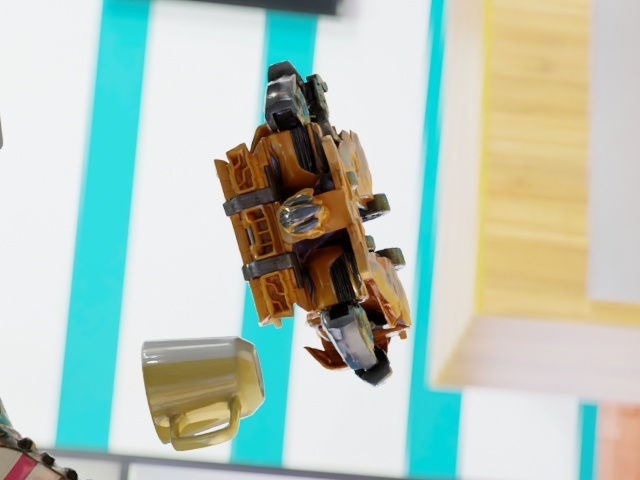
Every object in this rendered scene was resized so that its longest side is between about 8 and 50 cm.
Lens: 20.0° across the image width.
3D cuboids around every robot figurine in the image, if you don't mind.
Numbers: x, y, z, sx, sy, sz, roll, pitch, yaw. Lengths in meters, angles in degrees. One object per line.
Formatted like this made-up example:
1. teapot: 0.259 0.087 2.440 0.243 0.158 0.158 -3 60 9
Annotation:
1. robot figurine: 0.000 0.000 1.189 0.291 0.085 0.211 26 -133 -79

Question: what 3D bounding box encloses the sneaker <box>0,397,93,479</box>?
1. sneaker: -0.181 0.138 1.063 0.124 0.296 0.178 -49 44 38

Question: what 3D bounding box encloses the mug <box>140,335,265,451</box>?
1. mug: -0.066 0.090 1.059 0.062 0.064 0.078 73 -174 -67

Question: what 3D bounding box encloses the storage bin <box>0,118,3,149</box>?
1. storage bin: -0.322 -0.122 1.516 0.098 0.091 0.135 53 151 40
